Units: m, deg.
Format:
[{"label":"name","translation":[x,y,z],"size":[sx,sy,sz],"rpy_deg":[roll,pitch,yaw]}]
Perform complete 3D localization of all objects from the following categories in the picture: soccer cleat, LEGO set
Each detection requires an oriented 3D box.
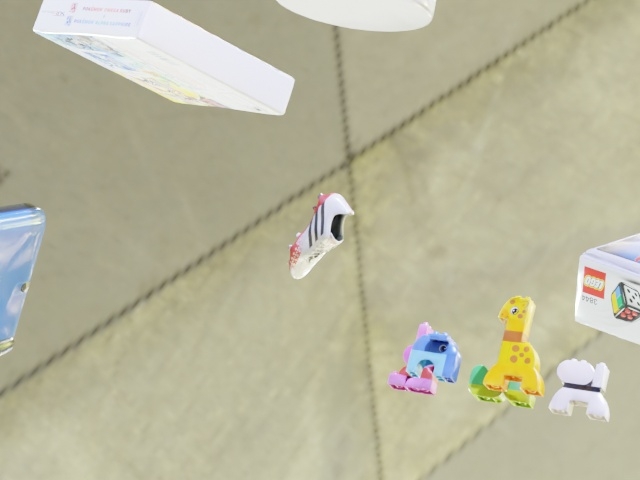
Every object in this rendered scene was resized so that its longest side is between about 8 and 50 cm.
[{"label":"soccer cleat","translation":[0.000,0.000,1.412],"size":[0.029,0.035,0.083],"rpy_deg":[5,119,-50]},{"label":"LEGO set","translation":[0.173,0.105,1.672],"size":[0.087,0.227,0.093],"rpy_deg":[47,54,-59]}]

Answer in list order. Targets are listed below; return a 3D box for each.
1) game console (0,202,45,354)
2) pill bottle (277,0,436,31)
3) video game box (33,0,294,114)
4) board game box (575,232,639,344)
[{"label":"game console","translation":[-0.455,0.062,1.745],"size":[0.293,0.173,0.250],"rpy_deg":[-14,125,-62]},{"label":"pill bottle","translation":[0.039,-0.258,0.970],"size":[0.146,0.146,0.264],"rpy_deg":[22,76,-54]},{"label":"video game box","translation":[-0.160,-0.190,1.750],"size":[0.205,0.187,0.048],"rpy_deg":[25,79,-43]},{"label":"board game box","translation":[0.337,0.023,1.106],"size":[0.305,0.193,0.053],"rpy_deg":[-15,115,-40]}]
